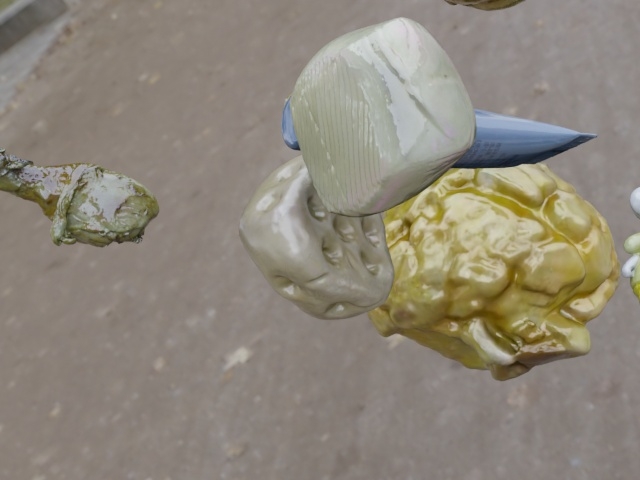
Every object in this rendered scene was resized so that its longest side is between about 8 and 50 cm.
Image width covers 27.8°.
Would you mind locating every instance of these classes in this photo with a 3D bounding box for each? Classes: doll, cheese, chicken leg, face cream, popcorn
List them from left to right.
[{"bbox_3d":[-0.311,-0.050,1.574,0.088,0.227,0.103,-110,35,-71],"label":"chicken leg"},{"bbox_3d":[0.000,0.000,1.643,0.117,0.218,0.235,-26,0,33],"label":"cheese"},{"bbox_3d":[0.140,-0.126,1.555,0.135,0.385,0.086,-25,65,60],"label":"face cream"},{"bbox_3d":[0.266,0.033,2.019,0.344,0.390,0.354,-28,-43,-67],"label":"popcorn"},{"bbox_3d":[0.408,0.006,1.540,0.062,0.106,0.163,143,137,-60],"label":"doll"}]

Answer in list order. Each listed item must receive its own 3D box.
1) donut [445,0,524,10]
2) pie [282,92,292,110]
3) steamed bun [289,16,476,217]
[{"bbox_3d":[0.172,-0.515,1.687,0.198,0.449,0.449,-28,16,-28],"label":"donut"},{"bbox_3d":[0.037,-0.231,2.136,0.178,0.084,0.205,-12,7,34],"label":"pie"},{"bbox_3d":[0.073,-0.123,1.262,0.152,0.170,0.238,-21,-2,-22],"label":"steamed bun"}]
